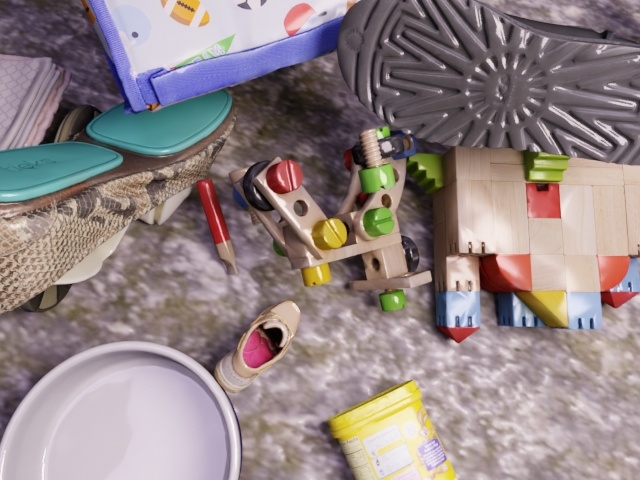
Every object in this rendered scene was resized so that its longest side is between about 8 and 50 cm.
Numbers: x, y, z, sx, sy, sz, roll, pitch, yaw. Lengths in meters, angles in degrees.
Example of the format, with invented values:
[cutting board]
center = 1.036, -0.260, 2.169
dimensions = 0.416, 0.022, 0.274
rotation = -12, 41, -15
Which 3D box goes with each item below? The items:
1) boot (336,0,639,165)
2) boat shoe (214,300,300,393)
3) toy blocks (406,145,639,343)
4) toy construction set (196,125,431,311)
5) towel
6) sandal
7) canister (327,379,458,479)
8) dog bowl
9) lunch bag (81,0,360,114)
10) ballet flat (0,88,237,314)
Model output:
[boot]
center = 0.258, -0.239, 0.709
dimensions = 0.366, 0.146, 0.445
rotation = 21, 31, 13
[boat shoe]
center = -0.063, 0.125, 0.675
dimensions = 0.063, 0.059, 0.170
rotation = 47, 36, -3
[toy blocks]
center = 0.312, 0.011, 0.742
dimensions = 0.380, 0.191, 0.261
rotation = 0, 83, -7
[toy construction set]
center = 0.000, 0.000, 0.700
dimensions = 0.308, 0.257, 0.238
rotation = -11, 100, 27
[towel]
center = -0.548, -0.131, 0.735
dimensions = 0.316, 0.053, 0.332
rotation = 8, 68, 11
[sandal]
center = -0.366, -0.055, 0.726
dimensions = 0.086, 0.120, 0.303
rotation = 9, 71, 15
[canister]
center = 0.099, 0.281, 0.669
dimensions = 0.126, 0.073, 0.170
rotation = -22, 76, -12
[dog bowl]
center = -0.225, 0.259, 0.632
dimensions = 0.264, 0.104, 0.265
rotation = 1, 71, -4
[lunch bag]
center = -0.152, -0.349, 0.695
dimensions = 0.327, 0.239, 0.386
rotation = -23, 64, -14
[ballet flat]
center = -0.261, -0.069, 0.674
dimensions = 0.163, 0.182, 0.483
rotation = 19, 31, 10
